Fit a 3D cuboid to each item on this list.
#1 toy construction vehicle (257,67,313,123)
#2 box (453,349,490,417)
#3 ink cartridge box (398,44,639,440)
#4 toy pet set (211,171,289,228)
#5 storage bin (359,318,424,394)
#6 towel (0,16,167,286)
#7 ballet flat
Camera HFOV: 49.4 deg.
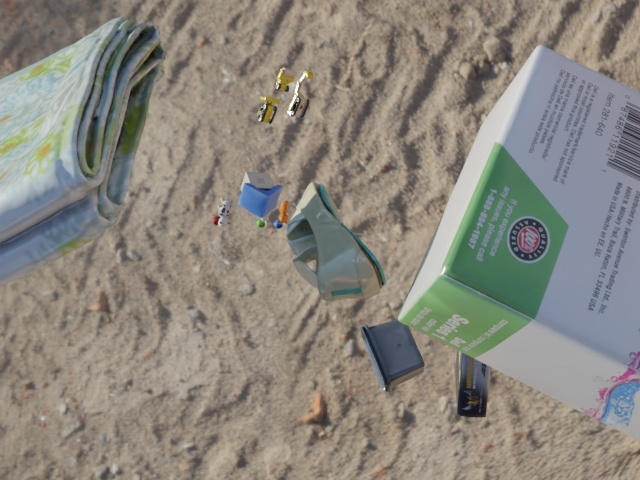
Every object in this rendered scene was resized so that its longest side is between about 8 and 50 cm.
[{"bbox_3d":[-0.061,-0.244,1.171,0.035,0.085,0.098,46,123,41],"label":"toy construction vehicle"},{"bbox_3d":[0.296,0.194,1.351,0.056,0.183,0.231,3,113,7],"label":"box"},{"bbox_3d":[0.227,0.021,0.494,0.278,0.117,0.201,27,66,2],"label":"ink cartridge box"},{"bbox_3d":[-0.094,-0.044,1.078,0.065,0.122,0.114,-113,35,-42],"label":"toy pet set"},{"bbox_3d":[0.144,0.223,1.369,0.091,0.098,0.135,-19,62,-4],"label":"storage bin"},{"bbox_3d":[-0.336,-0.070,0.711,0.374,0.090,0.321,-24,37,18],"label":"towel"},{"bbox_3d":[0.000,0.000,0.804,0.086,0.086,0.248,-49,24,9],"label":"ballet flat"}]
